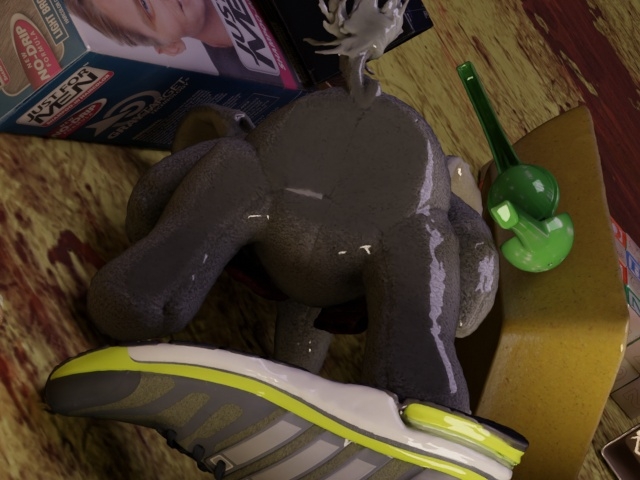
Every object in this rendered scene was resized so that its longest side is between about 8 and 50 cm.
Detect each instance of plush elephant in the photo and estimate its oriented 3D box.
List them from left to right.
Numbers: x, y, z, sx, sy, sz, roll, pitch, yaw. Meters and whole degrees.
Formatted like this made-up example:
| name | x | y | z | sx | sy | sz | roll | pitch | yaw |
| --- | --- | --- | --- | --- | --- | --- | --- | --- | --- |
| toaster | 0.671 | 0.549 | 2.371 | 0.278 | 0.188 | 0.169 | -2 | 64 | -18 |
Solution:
| name | x | y | z | sx | sy | sz | roll | pitch | yaw |
| --- | --- | --- | --- | --- | --- | --- | --- | --- | --- |
| plush elephant | 0.000 | 0.000 | 1.327 | 0.255 | 0.272 | 0.330 | 92 | 12 | -68 |

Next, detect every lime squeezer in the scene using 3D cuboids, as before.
| name | x | y | z | sx | sy | sz | roll | pitch | yaw |
| --- | --- | --- | --- | --- | --- | --- | --- | --- | --- |
| lime squeezer | 0.139 | -0.037 | 1.329 | 0.110 | 0.059 | 0.310 | 42 | 18 | -16 |

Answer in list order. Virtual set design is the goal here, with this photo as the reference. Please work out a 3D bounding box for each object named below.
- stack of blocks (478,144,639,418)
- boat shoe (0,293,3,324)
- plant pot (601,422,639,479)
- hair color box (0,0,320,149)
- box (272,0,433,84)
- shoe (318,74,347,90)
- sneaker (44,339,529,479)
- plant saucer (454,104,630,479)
| name | x | y | z | sx | sy | sz | roll | pitch | yaw |
| --- | --- | --- | --- | --- | --- | --- | --- | --- | --- |
| stack of blocks | 0.300 | 0.037 | 2.021 | 0.297 | 0.087 | 0.171 | 48 | 24 | -17 |
| boat shoe | -0.235 | 0.046 | 1.014 | 0.135 | 0.050 | 0.045 | 8 | 54 | -48 |
| plant pot | 0.372 | 0.229 | 1.892 | 0.109 | 0.109 | 0.096 | 56 | 11 | 1 |
| hair color box | -0.151 | -0.171 | 1.394 | 0.347 | 0.105 | 0.174 | 1 | 58 | -62 |
| box | 0.011 | -0.246 | 1.587 | 0.184 | 0.103 | 0.261 | 65 | 10 | -5 |
| shoe | -0.014 | -0.170 | 1.738 | 0.219 | 0.058 | 0.076 | 49 | 43 | -7 |
| sneaker | -0.029 | 0.136 | 1.097 | 0.111 | 0.300 | 0.121 | 67 | 37 | -81 |
| plant saucer | 0.151 | 0.098 | 1.456 | 0.081 | 0.332 | 0.332 | 10 | 34 | -6 |
